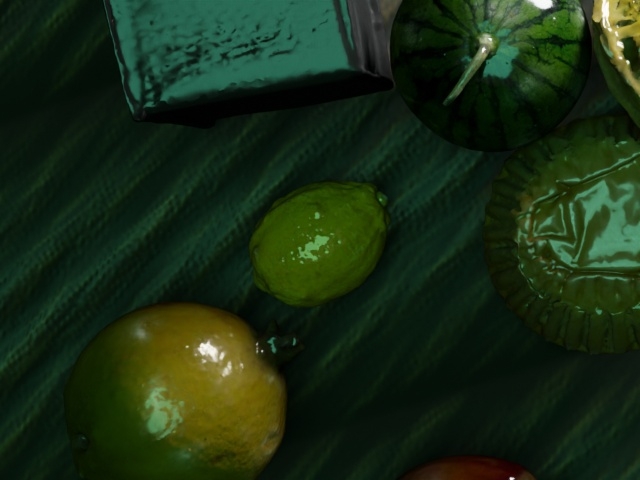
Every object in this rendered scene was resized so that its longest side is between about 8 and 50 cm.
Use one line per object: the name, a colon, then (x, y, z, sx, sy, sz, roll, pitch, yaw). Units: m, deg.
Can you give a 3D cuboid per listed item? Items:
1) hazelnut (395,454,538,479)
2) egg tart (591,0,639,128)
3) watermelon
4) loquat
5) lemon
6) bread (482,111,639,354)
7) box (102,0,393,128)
hazelnut: (0.147, 0.306, 1.708, 0.181, 0.181, 0.212, -16, 92, -19)
egg tart: (0.380, -0.192, 1.607, 0.291, 0.107, 0.290, 4, 62, -7)
watermelon: (0.154, -0.176, 1.644, 0.188, 0.215, 0.188, 0, 88, 10)
loquat: (-0.121, 0.150, 1.719, 0.246, 0.213, 0.213, -31, 88, 13)
lemon: (0.000, 0.000, 1.733, 0.155, 0.114, 0.114, -36, 87, 7)
bread: (0.265, -0.004, 1.676, 0.240, 0.139, 0.240, 1, 93, 13)
box: (-0.065, -0.241, 1.618, 0.204, 0.345, 0.251, -11, 93, 7)
